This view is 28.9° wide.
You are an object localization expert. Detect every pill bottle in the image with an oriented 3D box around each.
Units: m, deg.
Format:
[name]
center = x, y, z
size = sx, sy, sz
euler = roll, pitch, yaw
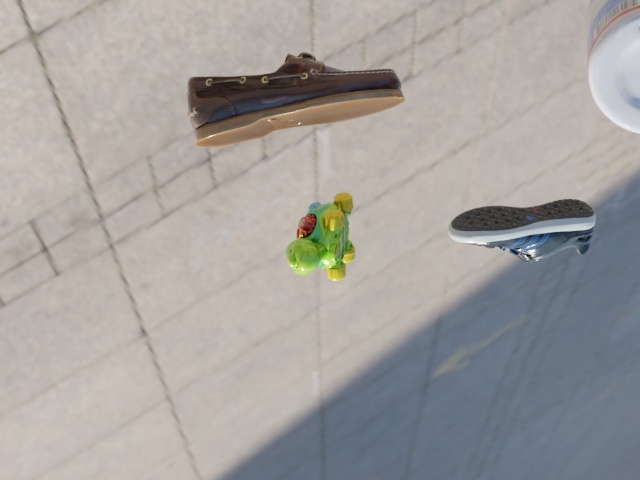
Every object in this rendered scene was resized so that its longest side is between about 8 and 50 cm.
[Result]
[pill bottle]
center = 0.315, -0.197, 1.181
size = 0.124, 0.124, 0.221
euler = -47, -169, 29

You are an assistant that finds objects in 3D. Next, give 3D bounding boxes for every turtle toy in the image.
[turtle toy]
center = 0.000, 0.000, 1.524
size = 0.130, 0.066, 0.095
euler = -59, 150, -59

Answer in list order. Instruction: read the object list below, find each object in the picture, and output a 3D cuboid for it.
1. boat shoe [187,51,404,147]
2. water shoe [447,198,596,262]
[boat shoe]
center = -0.027, -0.143, 1.180
size = 0.207, 0.073, 0.073
euler = -9, 169, 2
[water shoe]
center = 0.274, -0.002, 1.685
size = 0.203, 0.073, 0.080
euler = -6, 121, -3
